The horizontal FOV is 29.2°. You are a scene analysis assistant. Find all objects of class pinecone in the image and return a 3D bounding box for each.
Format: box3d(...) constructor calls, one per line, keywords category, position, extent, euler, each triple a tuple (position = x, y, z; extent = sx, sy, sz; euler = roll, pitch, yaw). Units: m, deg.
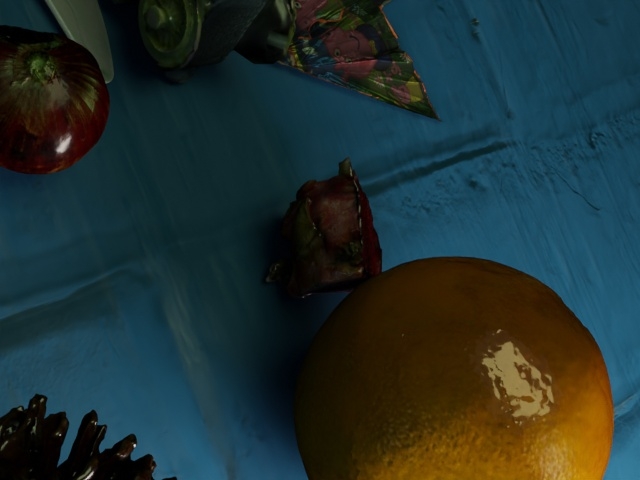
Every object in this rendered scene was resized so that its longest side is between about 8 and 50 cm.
box3d(category="pinecone", position=(-0.182, 0.180, 0.810), extent=(0.165, 0.163, 0.163), euler=(53, 48, -9))

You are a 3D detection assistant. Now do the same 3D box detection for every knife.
box3d(category="knife", position=(-0.260, -0.280, 1.020), extent=(0.336, 0.043, 0.081), euler=(59, 37, -14))

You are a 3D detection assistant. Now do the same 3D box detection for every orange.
box3d(category="orange", position=(0.107, 0.142, 1.004), extent=(0.261, 0.261, 0.261), euler=(16, 63, -35))

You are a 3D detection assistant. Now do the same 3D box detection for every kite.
box3d(category="kite", position=(0.009, -0.230, 1.236), extent=(0.234, 0.016, 0.321), euler=(-39, 98, -41))

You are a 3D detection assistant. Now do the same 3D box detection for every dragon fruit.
box3d(category="dragon fruit", position=(0.000, 0.000, 1.082), extent=(0.147, 0.096, 0.102), euler=(62, 27, -71))

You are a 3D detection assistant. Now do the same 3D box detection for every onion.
box3d(category="onion", position=(-0.218, -0.102, 0.930), extent=(0.117, 0.118, 0.119), euler=(-5, 74, -7))

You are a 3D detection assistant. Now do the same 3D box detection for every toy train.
box3d(category="toy train", position=(-0.079, -0.254, 1.016), extent=(0.134, 0.261, 0.177), euler=(-9, 62, -43))
